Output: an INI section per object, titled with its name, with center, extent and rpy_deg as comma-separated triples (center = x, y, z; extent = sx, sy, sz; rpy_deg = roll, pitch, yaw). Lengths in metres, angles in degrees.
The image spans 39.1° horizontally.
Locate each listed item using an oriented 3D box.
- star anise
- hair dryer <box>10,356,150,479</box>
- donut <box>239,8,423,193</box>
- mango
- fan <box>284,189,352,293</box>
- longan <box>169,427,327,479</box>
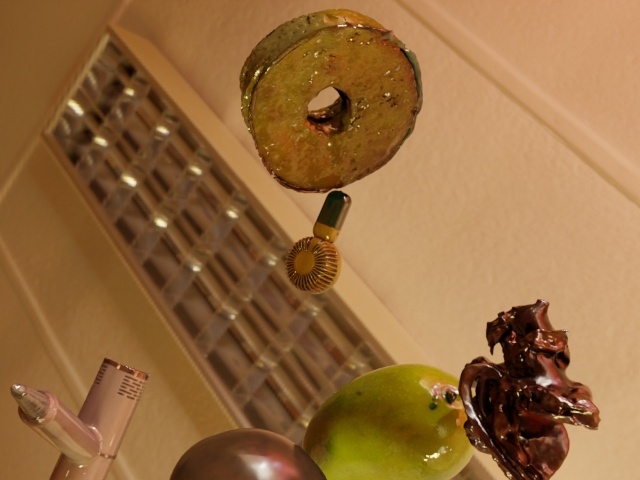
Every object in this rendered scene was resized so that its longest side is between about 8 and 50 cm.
[star anise]
center = 0.218, 0.157, 0.986
extent = 0.190, 0.126, 0.220
rpy_deg = -64, -169, 4
[hair dryer]
center = -0.241, 0.195, 0.821
extent = 0.053, 0.220, 0.195
rpy_deg = 20, -102, 11
[donut]
center = 0.005, -0.199, 1.225
extent = 0.272, 0.272, 0.107
rpy_deg = -47, -133, 20
[mango]
center = 0.085, 0.262, 1.201
extent = 0.293, 0.143, 0.175
rpy_deg = -35, -82, 38
[fan]
center = 0.000, 0.000, 1.287
extent = 0.082, 0.039, 0.155
rpy_deg = 22, -90, 34
[longan]
center = -0.083, 0.328, 1.107
extent = 0.220, 0.196, 0.196
rpy_deg = 38, -71, -8
